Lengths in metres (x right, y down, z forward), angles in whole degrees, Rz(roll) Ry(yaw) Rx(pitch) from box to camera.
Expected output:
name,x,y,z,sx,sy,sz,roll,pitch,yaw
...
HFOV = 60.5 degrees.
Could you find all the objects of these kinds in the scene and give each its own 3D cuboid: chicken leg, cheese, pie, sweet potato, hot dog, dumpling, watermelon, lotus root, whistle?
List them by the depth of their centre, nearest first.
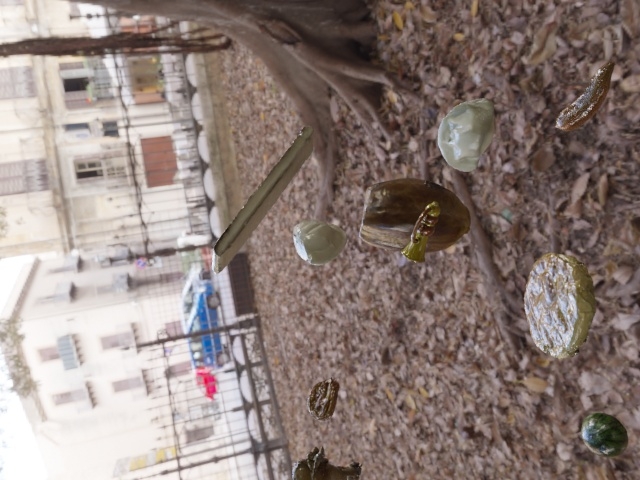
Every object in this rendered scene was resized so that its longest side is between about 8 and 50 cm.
name,x,y,z,sx,sy,sz,roll,pitch,yaw
dumpling,0.000,-0.001,0.609,0.077,0.060,0.043,-141,44,-77
whistle,0.170,-0.017,0.944,0.046,0.057,0.109,53,136,50
hot dog,0.008,0.298,1.037,0.035,0.058,0.083,53,-142,-34
cheese,-0.111,-0.094,1.144,0.400,0.034,0.085,-57,-14,-35
watermelon,0.668,0.467,1.307,0.106,0.062,0.105,4,95,51
chicken leg,0.018,0.601,1.396,0.080,0.196,0.125,3,62,60
lotus root,0.241,-0.067,1.404,0.193,0.291,0.193,-175,90,-82
pie,0.716,0.192,1.658,0.339,0.083,0.339,180,90,-85
dumpling,0.455,-0.340,1.714,0.215,0.167,0.126,94,-167,-53
sweet potato,0.968,-0.506,1.977,0.291,0.098,0.097,-58,41,43
